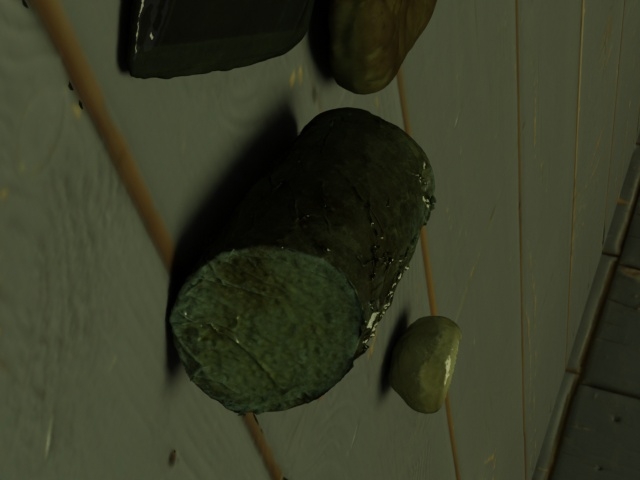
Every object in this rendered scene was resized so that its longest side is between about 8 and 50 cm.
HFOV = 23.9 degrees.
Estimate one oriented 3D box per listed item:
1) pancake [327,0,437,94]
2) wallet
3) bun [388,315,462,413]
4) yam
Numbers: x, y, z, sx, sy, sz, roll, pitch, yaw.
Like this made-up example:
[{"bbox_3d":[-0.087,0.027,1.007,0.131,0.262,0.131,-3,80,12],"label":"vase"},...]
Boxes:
[{"bbox_3d":[0.060,-0.235,0.880,0.294,0.049,0.294,14,90,-76],"label":"pancake"},{"bbox_3d":[-0.019,-0.190,0.650,0.168,0.052,0.245,-29,134,-65],"label":"wallet"},{"bbox_3d":[0.087,0.103,1.298,0.086,0.055,0.086,17,90,-89],"label":"bun"},{"bbox_3d":[0.000,0.000,0.803,0.183,0.107,0.107,-60,159,-49],"label":"yam"}]
